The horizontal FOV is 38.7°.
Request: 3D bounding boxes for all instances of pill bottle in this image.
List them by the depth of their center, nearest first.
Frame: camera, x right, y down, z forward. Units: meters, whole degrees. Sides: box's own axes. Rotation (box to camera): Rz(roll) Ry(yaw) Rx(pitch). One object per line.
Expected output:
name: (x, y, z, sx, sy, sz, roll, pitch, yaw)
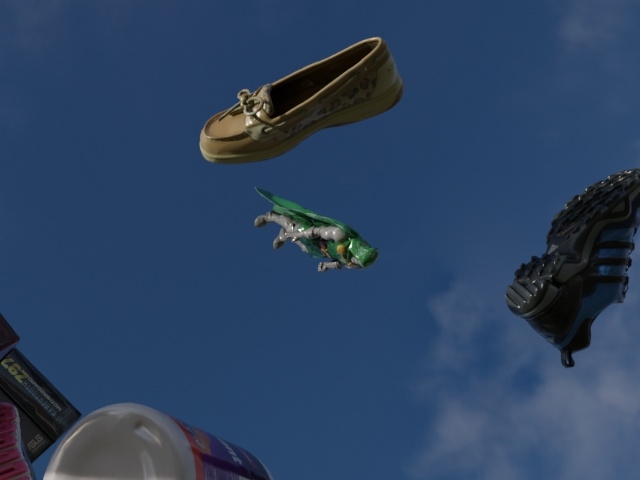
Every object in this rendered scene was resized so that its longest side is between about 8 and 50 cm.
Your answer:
pill bottle: (-0.093, 0.187, 0.634, 0.108, 0.108, 0.193, -36, -33, 5)

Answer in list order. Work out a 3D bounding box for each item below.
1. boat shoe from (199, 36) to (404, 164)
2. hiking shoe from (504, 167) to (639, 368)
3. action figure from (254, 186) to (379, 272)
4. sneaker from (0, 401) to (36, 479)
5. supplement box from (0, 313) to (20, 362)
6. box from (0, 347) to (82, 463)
boat shoe: (-0.036, -0.187, 1.201, 0.285, 0.104, 0.089, -21, -45, 6)
hiking shoe: (0.382, 0.025, 1.273, 0.304, 0.113, 0.132, -46, -75, -18)
action figure: (0.000, 0.000, 1.233, 0.063, 0.232, 0.137, -52, -56, -16)
sneaker: (-0.227, 0.185, 0.636, 0.063, 0.170, 0.074, -13, -63, -14)
supplement box: (-0.332, 0.040, 0.681, 0.188, 0.104, 0.081, 52, -52, 2)
box: (-0.426, 0.216, 1.136, 0.183, 0.059, 0.233, 47, -54, -4)
